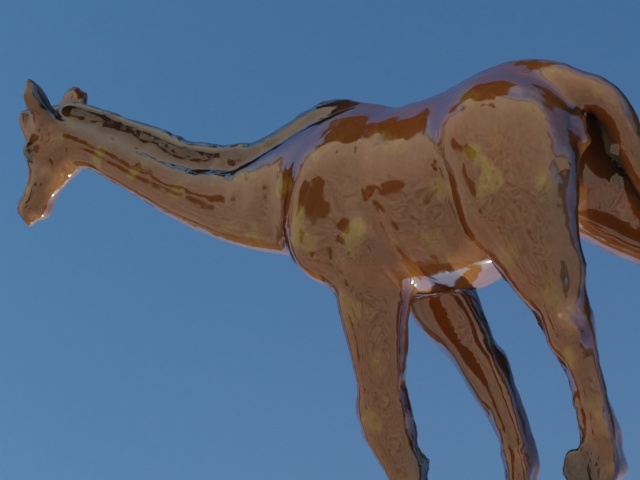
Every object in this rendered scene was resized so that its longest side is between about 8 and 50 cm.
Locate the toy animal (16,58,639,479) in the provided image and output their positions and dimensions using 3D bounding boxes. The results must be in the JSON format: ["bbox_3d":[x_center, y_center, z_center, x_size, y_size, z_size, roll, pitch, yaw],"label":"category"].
[{"bbox_3d":[0.000,0.000,0.448,0.224,0.066,0.230,-37,-108,30],"label":"toy animal"}]
